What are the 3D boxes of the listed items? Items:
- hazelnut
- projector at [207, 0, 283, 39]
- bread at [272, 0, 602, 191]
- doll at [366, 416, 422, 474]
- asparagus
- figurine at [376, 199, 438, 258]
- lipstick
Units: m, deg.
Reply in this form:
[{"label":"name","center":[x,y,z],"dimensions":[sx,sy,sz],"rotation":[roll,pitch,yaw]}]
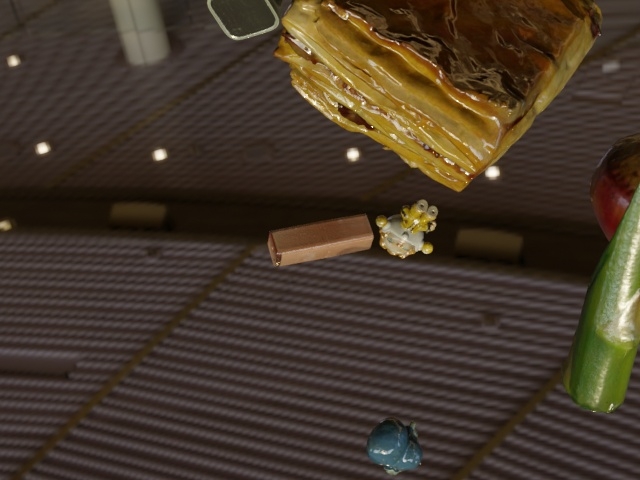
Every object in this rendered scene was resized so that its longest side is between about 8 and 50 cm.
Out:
[{"label":"hazelnut","center":[0.498,-0.057,1.714],"dimensions":[0.208,0.208,0.208],"rotation":[-7,-143,5]},{"label":"projector","center":[-0.098,-0.333,1.528],"dimensions":[0.083,0.083,0.082],"rotation":[-13,-135,25]},{"label":"bread","center":[0.129,-0.227,1.311],"dimensions":[0.314,0.191,0.370],"rotation":[35,-132,2]},{"label":"doll","center":[0.097,0.263,1.467],"dimensions":[0.050,0.083,0.076],"rotation":[14,-107,54]},{"label":"asparagus","center":[0.182,0.026,0.683],"dimensions":[0.041,0.178,0.045],"rotation":[8,-150,3]},{"label":"figurine","center":[0.144,-0.025,1.887],"dimensions":[0.101,0.143,0.068],"rotation":[17,-124,14]},{"label":"lipstick","center":[0.000,0.000,1.630],"dimensions":[0.145,0.045,0.045],"rotation":[-10,-119,-14]}]
